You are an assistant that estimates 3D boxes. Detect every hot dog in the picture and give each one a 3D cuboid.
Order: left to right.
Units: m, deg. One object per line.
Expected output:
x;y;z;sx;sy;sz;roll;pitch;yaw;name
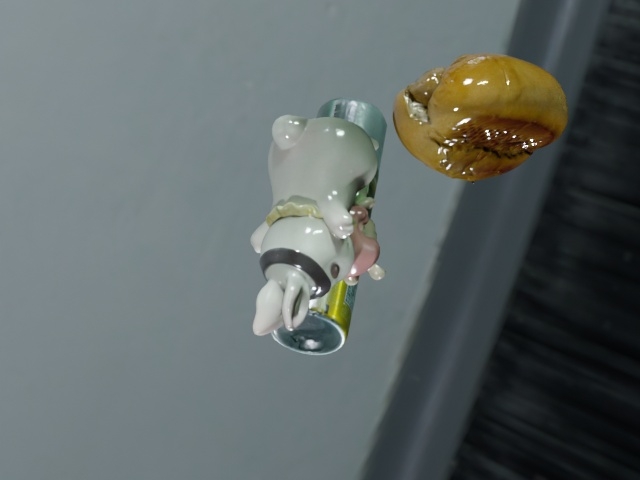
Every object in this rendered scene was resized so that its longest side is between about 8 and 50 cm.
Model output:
0.099;-0.076;1.111;0.140;0.060;0.090;7;145;-45;hot dog

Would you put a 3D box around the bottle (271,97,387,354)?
0.011;-0.020;1.963;0.082;0.082;0.286;47;42;-38;bottle

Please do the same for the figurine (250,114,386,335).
0.008;-0.002;1.218;0.098;0.081;0.146;12;69;-25;figurine
